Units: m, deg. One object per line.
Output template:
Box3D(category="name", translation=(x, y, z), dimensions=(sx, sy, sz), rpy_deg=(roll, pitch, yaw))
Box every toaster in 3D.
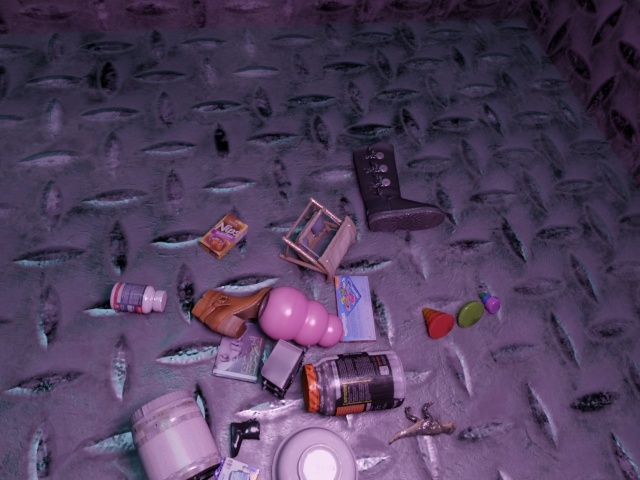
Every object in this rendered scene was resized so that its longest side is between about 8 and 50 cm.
Box3D(category="toaster", translation=(-0.132, 0.454, 1.651), dimensions=(0.110, 0.168, 0.185), rpy_deg=(28, 60, 8))

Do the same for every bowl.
Box3D(category="bowl", translation=(-0.010, 0.752, 1.517), dimensions=(0.298, 0.134, 0.297), rpy_deg=(4, 60, -6))

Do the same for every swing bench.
Box3D(category="swing bench", translation=(0.000, 0.000, 1.942), dimensions=(0.255, 0.165, 0.253), rpy_deg=(28, 59, 7))

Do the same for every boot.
Box3D(category="boot", translation=(-0.255, 0.673, 1.578), dimensions=(0.099, 0.045, 0.121), rpy_deg=(2, 61, -15))
Box3D(category="boot", translation=(0.358, -0.265, 2.180), dimensions=(0.368, 0.146, 0.444), rpy_deg=(-2, 56, -12))
Box3D(category="boot", translation=(-0.336, 0.244, 1.794), dimensions=(0.220, 0.109, 0.283), rpy_deg=(21, 49, 22))

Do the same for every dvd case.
Box3D(category="dvd case", translation=(-0.297, 0.412, 1.737), dimensions=(0.165, 0.018, 0.221), rpy_deg=(11, 59, -3))

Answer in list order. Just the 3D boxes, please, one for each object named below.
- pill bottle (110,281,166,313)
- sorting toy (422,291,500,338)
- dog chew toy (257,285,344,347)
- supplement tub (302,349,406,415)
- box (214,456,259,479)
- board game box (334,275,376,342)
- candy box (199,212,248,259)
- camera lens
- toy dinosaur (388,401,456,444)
Box3D(category="pill bottle", translation=(-0.680, 0.218, 1.736), dimensions=(0.180, 0.108, 0.107), rpy_deg=(7, 59, -4))
Box3D(category="sorting toy", translation=(0.571, 0.285, 1.923), dimensions=(0.366, 0.127, 0.126), rpy_deg=(-15, 34, -20))
Box3D(category="dog chew toy", translation=(-0.062, 0.302, 1.738), dimensions=(0.332, 0.206, 0.206), rpy_deg=(24, 58, -14))
Box3D(category="supplement tub", translation=(0.113, 0.504, 1.638), dimensions=(0.338, 0.207, 0.207), rpy_deg=(-3, 60, -11))
Box3D(category="box", translation=(-0.278, 0.773, 1.523), dimensions=(0.136, 0.028, 0.081), rpy_deg=(20, 59, 1))
Box3D(category="board game box", translation=(0.138, 0.276, 1.881), dimensions=(0.145, 0.027, 0.281), rpy_deg=(1, 60, -10))
Box3D(category="candy box", translation=(-0.406, -0.019, 1.953), dimensions=(0.109, 0.053, 0.186), rpy_deg=(34, 59, 12))
Box3D(category="camera lens", translation=(-0.456, 0.644, 1.458), dimensions=(0.220, 0.219, 0.274), rpy_deg=(-24, 66, -21))
Box3D(category="toy dinosaur", translation=(0.368, 0.657, 1.677), dimensions=(0.269, 0.064, 0.118), rpy_deg=(-6, 68, -9))
